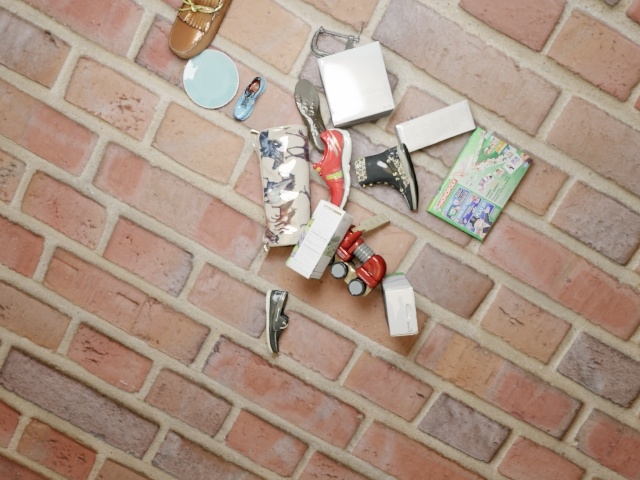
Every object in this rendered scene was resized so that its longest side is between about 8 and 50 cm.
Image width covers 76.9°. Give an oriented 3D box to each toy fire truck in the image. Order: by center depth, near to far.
[{"bbox_3d":[0.150,0.032,1.346,0.217,0.158,0.246,44,105,15],"label":"toy fire truck"}]

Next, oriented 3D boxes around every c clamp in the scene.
[{"bbox_3d":[0.050,-0.659,1.326,0.161,0.022,0.137,9,103,-1],"label":"c clamp"}]

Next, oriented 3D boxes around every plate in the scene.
[{"bbox_3d":[-0.365,-0.540,1.354,0.189,0.024,0.187,0,98,3],"label":"plate"}]

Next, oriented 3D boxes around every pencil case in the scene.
[{"bbox_3d":[-0.123,-0.167,1.326,0.184,0.160,0.409,-3,98,0],"label":"pencil case"}]

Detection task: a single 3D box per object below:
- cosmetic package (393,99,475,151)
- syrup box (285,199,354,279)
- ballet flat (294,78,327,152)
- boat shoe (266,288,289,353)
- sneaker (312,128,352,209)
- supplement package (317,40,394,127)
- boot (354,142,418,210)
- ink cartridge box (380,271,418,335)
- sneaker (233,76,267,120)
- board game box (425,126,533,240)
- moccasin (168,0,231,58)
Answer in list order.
[{"bbox_3d":[0.373,-0.372,1.329,0.239,0.060,0.098,-19,100,5],"label":"cosmetic package"},{"bbox_3d":[0.000,0.000,1.271,0.096,0.093,0.236,30,94,23],"label":"syrup box"},{"bbox_3d":[-0.027,-0.412,1.347,0.084,0.058,0.249,-21,93,-7],"label":"ballet flat"},{"bbox_3d":[-0.151,0.290,1.429,0.079,0.084,0.232,2,95,2],"label":"boat shoe"},{"bbox_3d":[0.033,-0.224,1.323,0.119,0.107,0.278,-2,106,-9],"label":"sneaker"},{"bbox_3d":[0.110,-0.480,1.280,0.195,0.149,0.202,-15,97,4],"label":"supplement package"},{"bbox_3d":[0.227,-0.197,1.353,0.179,0.085,0.236,-9,120,23],"label":"boot"},{"bbox_3d":[0.257,0.205,1.336,0.093,0.212,0.154,-8,98,3],"label":"ink cartridge box"},{"bbox_3d":[-0.242,-0.476,1.333,0.064,0.073,0.162,32,98,-3],"label":"sneaker"},{"bbox_3d":[0.531,-0.187,1.357,0.214,0.046,0.317,30,98,-1],"label":"board game box"},{"bbox_3d":[-0.357,-0.749,1.261,0.139,0.147,0.380,41,98,0],"label":"moccasin"}]
